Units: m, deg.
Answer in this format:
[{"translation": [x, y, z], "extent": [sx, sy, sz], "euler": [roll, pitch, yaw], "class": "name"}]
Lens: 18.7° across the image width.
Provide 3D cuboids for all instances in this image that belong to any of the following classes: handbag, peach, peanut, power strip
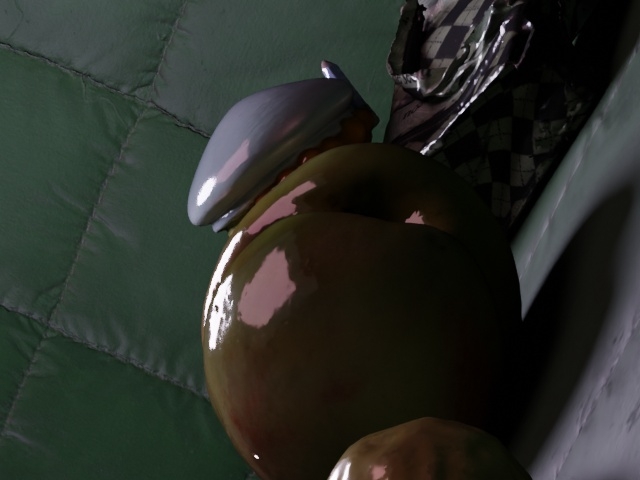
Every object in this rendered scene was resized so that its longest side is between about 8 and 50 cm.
[{"translation": [0.185, -0.218, 1.880], "extent": [0.316, 0.180, 0.416], "euler": [122, 164, -54], "class": "handbag"}, {"translation": [0.033, 0.077, 1.487], "extent": [0.292, 0.247, 0.292], "euler": [176, 90, -86], "class": "peach"}, {"translation": [0.054, 0.176, 1.037], "extent": [0.319, 0.147, 0.147], "euler": [-61, -4, -79], "class": "peanut"}, {"translation": [0.275, -0.248, 2.031], "extent": [0.136, 0.019, 0.051], "euler": [119, 175, -70], "class": "power strip"}]

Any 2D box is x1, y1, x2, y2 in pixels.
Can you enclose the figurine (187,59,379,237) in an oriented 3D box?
[{"translation": [-0.010, 0.021, 1.998], "extent": [0.224, 0.205, 0.381], "euler": [-48, -52, -53], "class": "figurine"}]
